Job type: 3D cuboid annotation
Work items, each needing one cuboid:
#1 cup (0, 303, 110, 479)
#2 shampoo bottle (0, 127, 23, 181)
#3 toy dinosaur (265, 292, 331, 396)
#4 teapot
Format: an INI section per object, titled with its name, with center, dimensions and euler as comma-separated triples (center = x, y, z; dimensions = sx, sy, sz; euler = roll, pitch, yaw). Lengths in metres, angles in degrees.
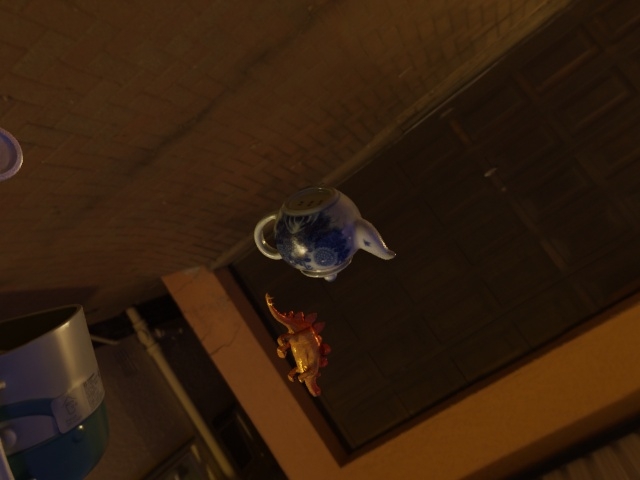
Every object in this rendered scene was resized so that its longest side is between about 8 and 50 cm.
[cup]
center = -0.417, 0.235, 0.650
dimensions = 0.220, 0.257, 0.290
euler = -14, -169, -20
[shampoo bottle]
center = -0.613, -0.113, 0.804
dimensions = 0.304, 0.092, 0.092
euler = -10, -171, 35
[toy dinosaur]
center = -0.038, 0.218, 1.051
dimensions = 0.117, 0.288, 0.070
euler = -30, -160, -30
[teapot]
center = 0.000, 0.000, 1.348
dimensions = 0.424, 0.279, 0.252
euler = 0, -147, 24
